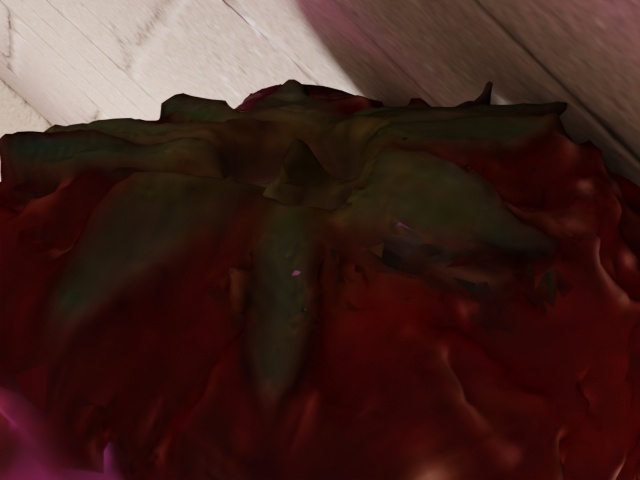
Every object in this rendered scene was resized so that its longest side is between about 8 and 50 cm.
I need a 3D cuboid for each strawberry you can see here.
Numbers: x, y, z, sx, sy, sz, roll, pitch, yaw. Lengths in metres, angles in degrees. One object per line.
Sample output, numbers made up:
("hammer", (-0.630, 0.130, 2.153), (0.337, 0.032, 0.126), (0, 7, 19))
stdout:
("strawberry", (-0.005, 0.111, 0.663), (0.295, 0.317, 0.345), (-134, 39, -65))

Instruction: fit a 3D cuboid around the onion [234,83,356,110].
("onion", (0.006, -0.008, 0.862), (0.177, 0.153, 0.177), (39, -167, -11))
